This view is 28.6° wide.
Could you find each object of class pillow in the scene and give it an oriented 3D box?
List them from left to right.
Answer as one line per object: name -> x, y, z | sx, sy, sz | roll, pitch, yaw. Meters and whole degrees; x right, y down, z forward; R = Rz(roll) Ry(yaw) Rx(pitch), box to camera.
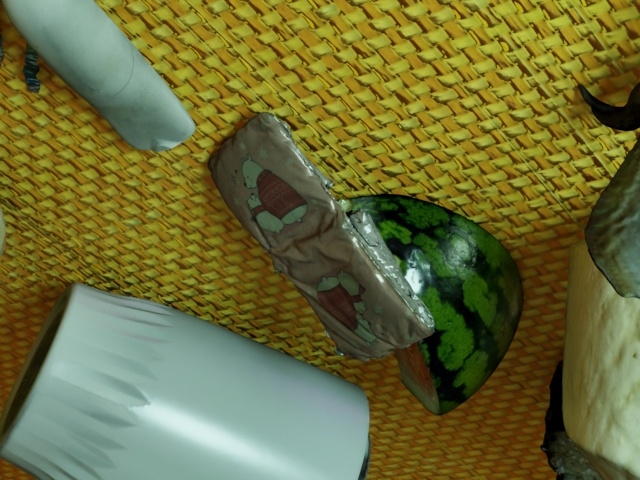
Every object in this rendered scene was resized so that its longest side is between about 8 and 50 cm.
pillow -> 0.000, 0.000, 1.143 | 0.248, 0.049, 0.135 | 54, 140, -1

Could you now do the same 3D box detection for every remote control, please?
remote control -> -0.187, -0.140, 1.064 | 0.073, 0.044, 0.229 | -14, 144, 20

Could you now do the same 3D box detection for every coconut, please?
coconut -> 0.343, 0.070, 1.025 | 0.328, 0.329, 0.329 | 8, 145, 6

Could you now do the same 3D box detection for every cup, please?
cup -> -0.148, 0.213, 1.380 | 0.371, 0.253, 0.253 | 26, 143, -14

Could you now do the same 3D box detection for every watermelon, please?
watermelon -> 0.114, 0.091, 1.234 | 0.159, 0.128, 0.303 | -1, 143, 18

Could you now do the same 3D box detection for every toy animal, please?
toy animal -> 0.274, -0.113, 0.929 | 0.272, 0.197, 0.160 | -23, 133, -25

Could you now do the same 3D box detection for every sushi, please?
sushi -> 0.318, 0.211, 1.352 | 0.147, 0.115, 0.212 | -3, 144, 26

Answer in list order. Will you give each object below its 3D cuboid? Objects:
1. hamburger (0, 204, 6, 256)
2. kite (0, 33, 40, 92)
hamburger -> -0.457, -0.018, 1.223 | 0.302, 0.170, 0.302 | 12, 145, 8
kite -> -0.280, -0.233, 1.006 | 0.169, 0.015, 0.310 | 19, 144, -6
